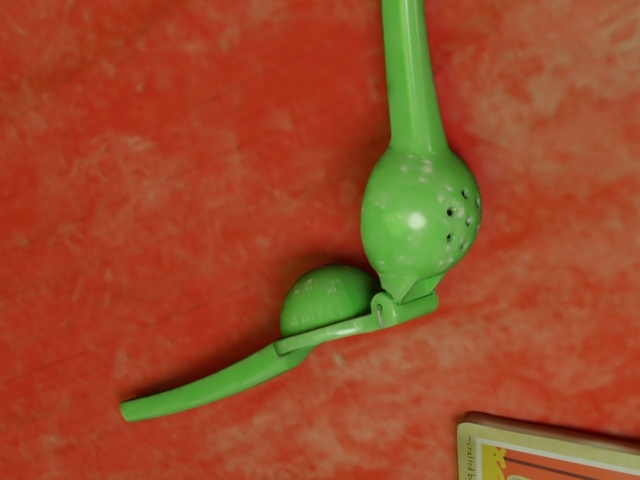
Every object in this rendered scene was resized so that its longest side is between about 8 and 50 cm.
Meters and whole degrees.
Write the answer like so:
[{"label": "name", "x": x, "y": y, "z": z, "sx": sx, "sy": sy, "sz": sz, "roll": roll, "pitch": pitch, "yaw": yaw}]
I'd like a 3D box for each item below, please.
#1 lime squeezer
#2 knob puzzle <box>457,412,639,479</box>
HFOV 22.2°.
[{"label": "lime squeezer", "x": 0.000, "y": 0.000, "z": 0.668, "sx": 0.110, "sy": 0.059, "sz": 0.310, "roll": 34, "pitch": 124, "yaw": 10}, {"label": "knob puzzle", "x": 0.143, "y": 0.171, "z": 0.672, "sx": 0.213, "sy": 0.030, "sz": 0.213, "roll": 14, "pitch": 117, "yaw": 28}]
